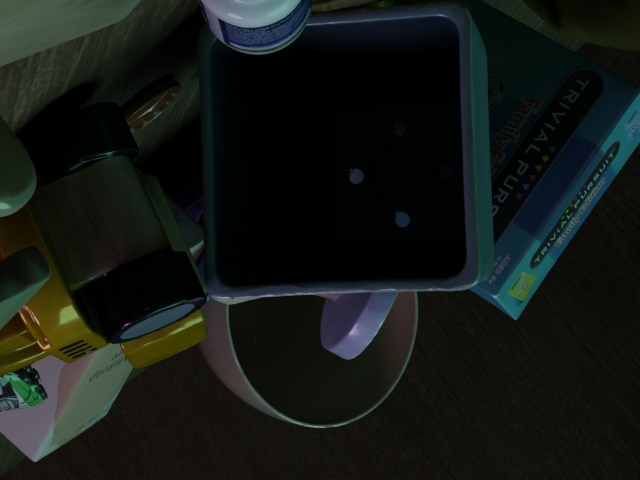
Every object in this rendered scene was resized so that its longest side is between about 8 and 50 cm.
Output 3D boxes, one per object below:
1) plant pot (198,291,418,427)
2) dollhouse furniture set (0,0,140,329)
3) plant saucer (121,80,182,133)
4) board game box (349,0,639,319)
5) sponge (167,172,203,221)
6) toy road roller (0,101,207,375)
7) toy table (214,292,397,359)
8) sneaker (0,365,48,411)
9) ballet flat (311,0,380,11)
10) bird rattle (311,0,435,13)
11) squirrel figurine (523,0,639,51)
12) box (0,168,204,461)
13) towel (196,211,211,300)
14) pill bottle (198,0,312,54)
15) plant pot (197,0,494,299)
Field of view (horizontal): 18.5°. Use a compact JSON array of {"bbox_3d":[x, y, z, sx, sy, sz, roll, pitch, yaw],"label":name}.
[{"bbox_3d":[-0.049,0.086,2.417,0.284,0.284,0.191,-35,-162,-32],"label":"plant pot"},{"bbox_3d":[-0.172,-0.080,0.994,0.362,0.256,0.394,-42,173,36],"label":"dollhouse furniture set"},{"bbox_3d":[-0.170,-0.128,1.894,0.083,0.013,0.083,-37,175,-4],"label":"plant saucer"},{"bbox_3d":[0.132,-0.115,2.005,0.254,0.336,0.079,-55,151,-4],"label":"board game box"},{"bbox_3d":[-0.192,-0.022,2.518,0.117,0.031,0.210,-35,173,-41],"label":"sponge"},{"bbox_3d":[-0.245,0.026,1.783,0.240,0.202,0.329,-24,172,-3],"label":"toy road roller"},{"bbox_3d":[0.000,0.000,2.193,0.252,0.161,0.274,-59,-170,15],"label":"toy table"},{"bbox_3d":[-0.373,0.138,1.937,0.146,0.134,0.343,-32,-177,-24],"label":"sneaker"},{"bbox_3d":[0.102,-0.298,1.712,0.342,0.116,0.124,-43,153,-2],"label":"ballet flat"},{"bbox_3d":[-0.007,-0.216,1.934,0.253,0.143,0.207,-26,164,5],"label":"bird rattle"},{"bbox_3d":[0.383,-0.332,1.950,0.281,0.397,0.370,-27,158,-17],"label":"squirrel figurine"},{"bbox_3d":[-0.262,0.084,2.162,0.148,0.121,0.311,-34,161,-50],"label":"box"},{"bbox_3d":[-0.107,-0.026,2.267,0.243,0.040,0.336,-63,-172,-8],"label":"towel"},{"bbox_3d":[-0.054,-0.209,1.560,0.094,0.094,0.169,-38,175,-3],"label":"pill bottle"},{"bbox_3d":[0.048,-0.072,1.809,0.247,0.248,0.252,-3,177,16],"label":"plant pot"}]
